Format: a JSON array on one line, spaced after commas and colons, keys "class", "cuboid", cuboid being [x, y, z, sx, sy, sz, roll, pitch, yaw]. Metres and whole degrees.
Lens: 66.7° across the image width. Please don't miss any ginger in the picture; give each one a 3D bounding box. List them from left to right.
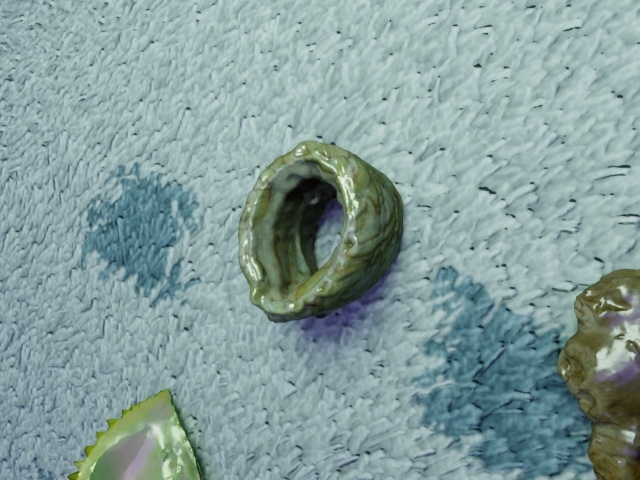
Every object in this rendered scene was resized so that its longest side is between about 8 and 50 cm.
[{"class": "ginger", "cuboid": [0.324, 0.064, 0.415, 0.166, 0.080, 0.333, 38, 96, 3]}]

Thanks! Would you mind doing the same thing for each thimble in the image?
[{"class": "thimble", "cuboid": [0.000, 0.000, 0.509, 0.137, 0.143, 0.190, 28, 100, 20]}]

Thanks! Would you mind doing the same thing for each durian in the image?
[{"class": "durian", "cuboid": [-0.196, 0.373, 0.583, 0.169, 0.158, 0.352, -29, 74, 7]}]
